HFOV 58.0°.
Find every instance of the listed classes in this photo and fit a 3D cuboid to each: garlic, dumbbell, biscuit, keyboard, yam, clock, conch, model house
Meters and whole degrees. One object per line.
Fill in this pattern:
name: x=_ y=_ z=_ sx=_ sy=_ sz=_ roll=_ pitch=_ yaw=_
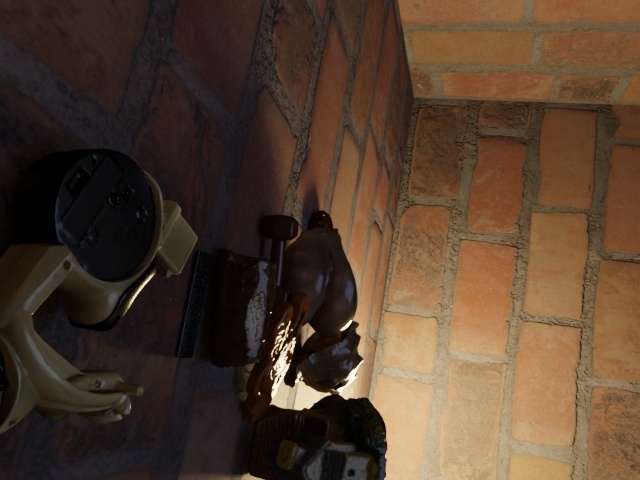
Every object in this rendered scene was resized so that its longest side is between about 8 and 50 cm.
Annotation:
garlic: x=-0.036 y=0.153 z=1.606 sx=0.245 sy=0.232 sz=0.339 roll=56 pitch=-35 yaw=38
dumbbell: x=-0.107 y=0.052 z=1.407 sx=0.082 sy=0.092 sz=0.230 roll=2 pitch=95 yaw=-46
biscuit: x=0.000 y=0.000 z=1.822 sx=0.192 sy=0.050 sz=0.191 roll=5 pitch=90 yaw=-70
keyboard: x=-0.239 y=0.122 z=1.098 sx=0.067 sy=0.011 sz=0.202 roll=41 pitch=57 yaw=-72
biscuit: x=-0.107 y=0.288 z=1.399 sx=0.202 sy=0.047 sz=0.333 roll=-17 pitch=129 yaw=-69
yam: x=-0.159 y=0.139 z=1.191 sx=0.128 sy=0.129 sz=0.238 roll=5 pitch=90 yaw=-39
clock: x=-0.290 y=0.074 z=0.690 sx=0.276 sy=0.120 sz=0.378 roll=59 pitch=41 yaw=-48
conch: x=0.028 y=0.360 z=1.726 sx=0.263 sy=0.186 sz=0.324 roll=-53 pitch=175 yaw=31
model house: x=-0.022 y=0.525 z=1.505 sx=0.267 sy=0.321 sz=0.261 roll=16 pitch=78 yaw=-33

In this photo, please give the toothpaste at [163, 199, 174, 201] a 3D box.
toothpaste: x=-0.273 y=-0.047 z=0.889 sx=0.170 sy=0.028 sz=0.045 roll=-2 pitch=109 yaw=-76
